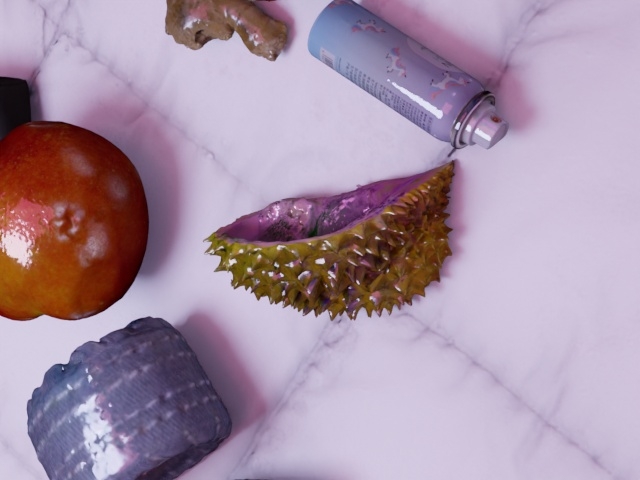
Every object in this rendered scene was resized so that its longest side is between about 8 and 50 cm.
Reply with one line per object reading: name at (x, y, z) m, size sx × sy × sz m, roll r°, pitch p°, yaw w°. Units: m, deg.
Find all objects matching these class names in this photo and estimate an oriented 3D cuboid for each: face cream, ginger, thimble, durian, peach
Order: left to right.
peach at (-0.318, -0.024, 1.483) m, size 0.244 × 0.199 × 0.243 m, roll -1°, pitch 100°, yaw -6°
thimble at (-0.229, 0.209, 1.476) m, size 0.172 × 0.205 × 0.236 m, roll 59°, pitch 142°, yaw 16°
ginger at (-0.118, -0.248, 1.431) m, size 0.165 × 0.067 × 0.096 m, roll 40°, pitch 91°, yaw 20°
durian at (-0.003, 0.014, 1.354) m, size 0.261 × 0.187 × 0.153 m, roll -13°, pitch 83°, yaw 43°
face cream at (0.094, -0.167, 1.319) m, size 0.229 × 0.075 × 0.075 m, roll 37°, pitch 112°, yaw 20°

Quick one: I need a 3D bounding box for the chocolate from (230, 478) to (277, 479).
chocolate at (-0.044, 0.416, 1.448) m, size 0.185 × 0.100 × 0.303 m, roll -14°, pitch 86°, yaw 40°

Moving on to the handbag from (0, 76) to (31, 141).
handbag at (-0.492, -0.081, 1.635) m, size 0.285 × 0.113 × 0.256 m, roll -2°, pitch 100°, yaw 22°
